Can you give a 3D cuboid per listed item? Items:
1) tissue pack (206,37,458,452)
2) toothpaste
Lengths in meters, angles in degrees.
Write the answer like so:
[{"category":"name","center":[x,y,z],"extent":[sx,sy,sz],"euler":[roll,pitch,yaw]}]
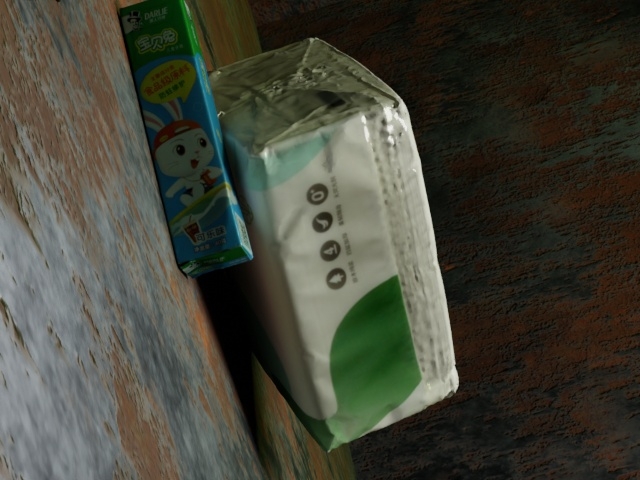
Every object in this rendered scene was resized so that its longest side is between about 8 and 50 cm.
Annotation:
[{"category":"tissue pack","center":[-0.002,0.000,1.470],"extent":[0.266,0.193,0.357],"euler":[-134,-154,-59]},{"category":"toothpaste","center":[-0.128,-0.100,1.308],"extent":[0.050,0.065,0.267],"euler":[56,18,-72]}]
